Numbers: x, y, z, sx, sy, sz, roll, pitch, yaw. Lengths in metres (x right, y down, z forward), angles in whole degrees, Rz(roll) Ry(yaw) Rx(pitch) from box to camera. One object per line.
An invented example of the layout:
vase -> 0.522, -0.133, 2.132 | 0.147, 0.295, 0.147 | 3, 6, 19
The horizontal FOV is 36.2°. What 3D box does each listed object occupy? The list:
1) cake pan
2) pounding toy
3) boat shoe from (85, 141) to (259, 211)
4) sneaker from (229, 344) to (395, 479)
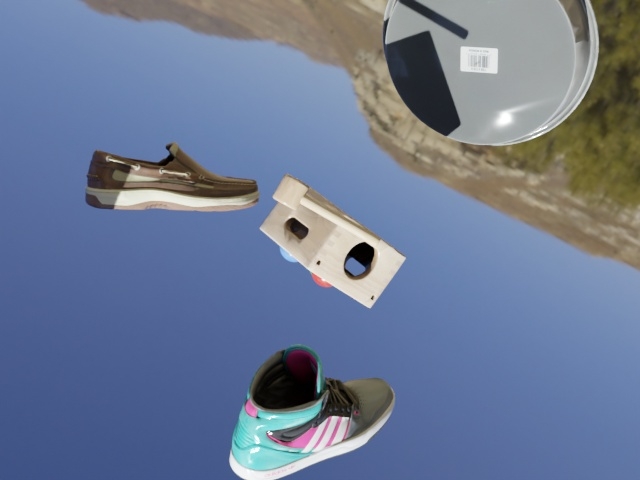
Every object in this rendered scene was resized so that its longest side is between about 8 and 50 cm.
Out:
cake pan -> 0.213, -0.251, 1.292 | 0.293, 0.293, 0.054 | 30, -143, 6
pounding toy -> 0.001, 0.001, 1.202 | 0.206, 0.094, 0.181 | 33, -177, -40
boat shoe -> -0.207, -0.094, 1.418 | 0.257, 0.095, 0.095 | -1, -170, -27
sneaker -> -0.002, 0.229, 1.465 | 0.295, 0.178, 0.124 | -20, -137, -33
